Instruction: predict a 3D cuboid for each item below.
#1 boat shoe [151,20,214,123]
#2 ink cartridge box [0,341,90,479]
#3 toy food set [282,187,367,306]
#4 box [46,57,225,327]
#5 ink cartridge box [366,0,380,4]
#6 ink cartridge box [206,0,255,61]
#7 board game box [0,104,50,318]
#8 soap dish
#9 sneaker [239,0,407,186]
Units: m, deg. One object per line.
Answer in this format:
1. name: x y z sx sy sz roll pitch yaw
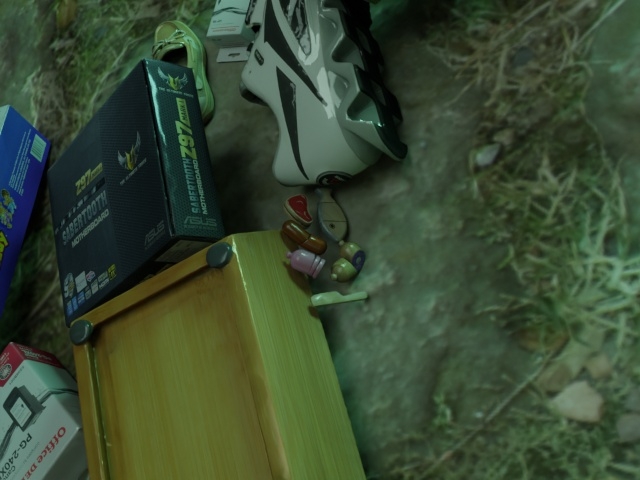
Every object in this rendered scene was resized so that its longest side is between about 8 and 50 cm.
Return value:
1. boat shoe: -0.160 -0.194 0.945 0.056 0.048 0.153 -26 60 18
2. ink cartridge box: -0.286 0.191 0.850 0.150 0.063 0.109 36 90 36
3. toy food set: 0.000 0.000 0.762 0.122 0.078 0.019 67 148 28
4. box: -0.190 -0.037 0.828 0.233 0.059 0.183 -33 62 43
5. ink cartridge box: 0.067 -0.311 0.775 0.097 0.255 0.188 -36 52 44
6. ink cartridge box: -0.095 -0.242 0.940 0.048 0.028 0.083 3 73 31
7. board game box: -0.457 0.027 0.958 0.233 0.078 0.347 -13 53 21
8. soap dish: -0.097 0.151 0.726 0.229 0.118 0.290 -27 60 18
9. sneaker: -0.026 -0.205 0.828 0.146 0.122 0.330 -21 65 25
